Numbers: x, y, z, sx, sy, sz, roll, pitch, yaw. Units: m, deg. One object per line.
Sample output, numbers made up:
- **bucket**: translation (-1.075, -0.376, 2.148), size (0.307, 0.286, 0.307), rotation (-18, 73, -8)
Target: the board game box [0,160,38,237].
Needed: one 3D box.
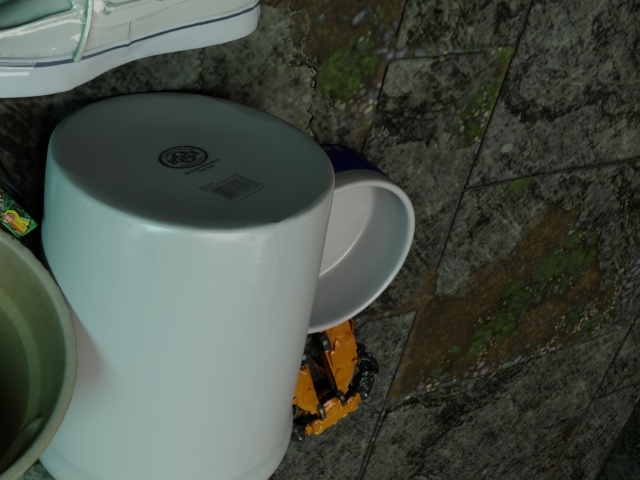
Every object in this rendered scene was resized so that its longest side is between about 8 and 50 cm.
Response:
- **board game box**: translation (-0.372, -0.116, 0.880), size (0.030, 0.136, 0.259), rotation (-36, 140, -3)

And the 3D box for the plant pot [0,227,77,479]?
- **plant pot**: translation (-0.451, 0.170, 0.932), size (0.334, 0.333, 0.305), rotation (-7, 151, -37)

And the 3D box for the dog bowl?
- **dog bowl**: translation (0.000, 0.000, 1.325), size (0.265, 0.104, 0.264), rotation (-23, 137, -23)

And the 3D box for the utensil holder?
- **utensil holder**: translation (-0.167, 0.065, 1.078), size (0.328, 0.327, 0.385), rotation (-12, 129, -33)

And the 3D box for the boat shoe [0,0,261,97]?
- **boat shoe**: translation (-0.210, -0.252, 0.896), size (0.367, 0.136, 0.156), rotation (-20, 136, -30)

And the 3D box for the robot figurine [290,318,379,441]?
- **robot figurine**: translation (-0.010, 0.208, 1.519), size (0.211, 0.085, 0.291), rotation (-30, 139, -15)

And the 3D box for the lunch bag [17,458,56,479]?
- **lunch bag**: translation (-0.357, 0.374, 1.308), size (0.287, 0.169, 0.235), rotation (-28, 139, -12)
